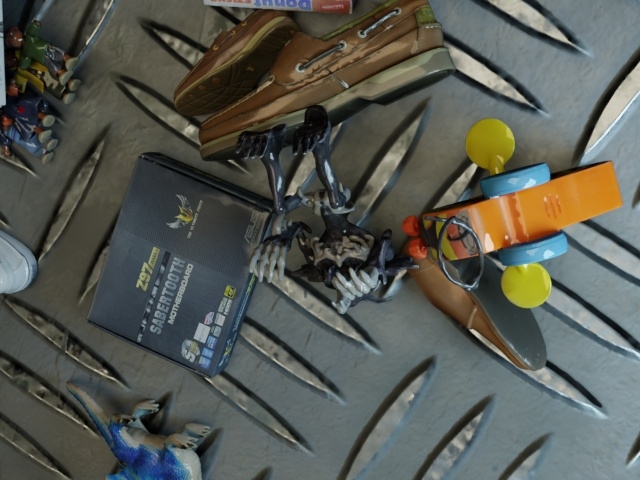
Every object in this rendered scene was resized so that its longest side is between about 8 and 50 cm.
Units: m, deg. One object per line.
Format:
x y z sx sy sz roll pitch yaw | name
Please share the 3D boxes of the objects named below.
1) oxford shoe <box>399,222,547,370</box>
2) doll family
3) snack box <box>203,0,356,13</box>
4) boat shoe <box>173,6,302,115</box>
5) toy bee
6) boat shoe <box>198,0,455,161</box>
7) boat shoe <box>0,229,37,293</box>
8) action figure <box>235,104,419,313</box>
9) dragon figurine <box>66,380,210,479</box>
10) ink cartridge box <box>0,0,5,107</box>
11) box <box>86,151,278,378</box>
0.176 0.071 1.005 0.212 0.076 0.076 49 132 5 | oxford shoe
-0.372 -0.185 1.092 0.111 0.076 0.193 29 106 4 | doll family
-0.044 -0.292 1.002 0.178 0.064 0.022 7 140 13 | snack box
-0.103 -0.215 1.033 0.178 0.064 0.060 -35 58 14 | boat shoe
0.171 -0.031 0.912 0.162 0.298 0.195 -9 77 51 | toy bee
-0.006 -0.183 0.992 0.307 0.111 0.104 -21 88 7 | boat shoe
-0.498 -0.009 1.140 0.258 0.084 0.095 24 103 9 | boat shoe
0.000 0.000 0.943 0.164 0.141 0.276 -2 130 31 | action figure
-0.231 0.289 1.116 0.289 0.085 0.144 20 102 9 | dragon figurine
-0.451 -0.273 1.013 0.160 0.092 0.219 23 118 34 | ink cartridge box
-0.170 0.030 1.078 0.183 0.059 0.233 24 102 11 | box
